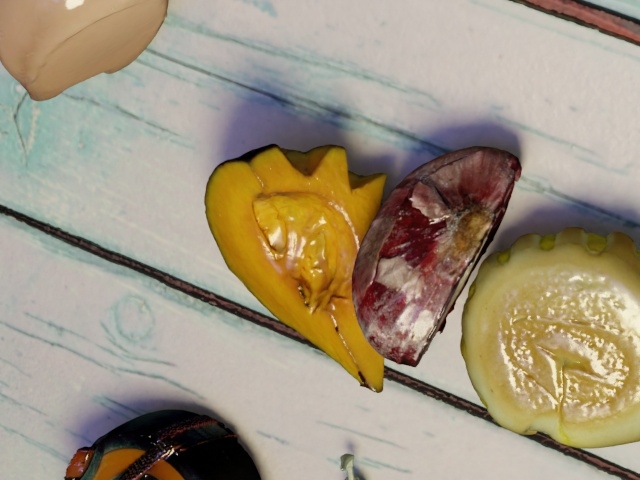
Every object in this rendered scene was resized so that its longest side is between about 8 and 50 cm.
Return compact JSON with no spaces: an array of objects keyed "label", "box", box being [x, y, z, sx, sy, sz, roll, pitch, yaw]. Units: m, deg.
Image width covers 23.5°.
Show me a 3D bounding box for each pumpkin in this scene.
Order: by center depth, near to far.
[{"label":"pumpkin","box":[0.000,0.000,1.418,0.149,0.130,0.254,4,129,57]}]

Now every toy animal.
[{"label":"toy animal","box":[-0.237,-0.277,1.368,0.256,0.195,0.213,62,159,-3]}]

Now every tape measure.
[{"label":"tape measure","box":[-0.158,0.282,1.566,0.202,0.135,0.223,20,111,26]}]

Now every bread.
[{"label":"bread","box":[0.226,0.080,1.334,0.213,0.105,0.213,9,112,24]}]

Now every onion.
[{"label":"onion","box":[0.089,0.007,1.334,0.098,0.206,0.151,28,159,7]}]

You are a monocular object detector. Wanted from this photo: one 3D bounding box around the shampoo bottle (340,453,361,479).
[{"label":"shampoo bottle","box":[0.043,0.299,1.529,0.056,0.056,0.195,-2,108,25]}]
